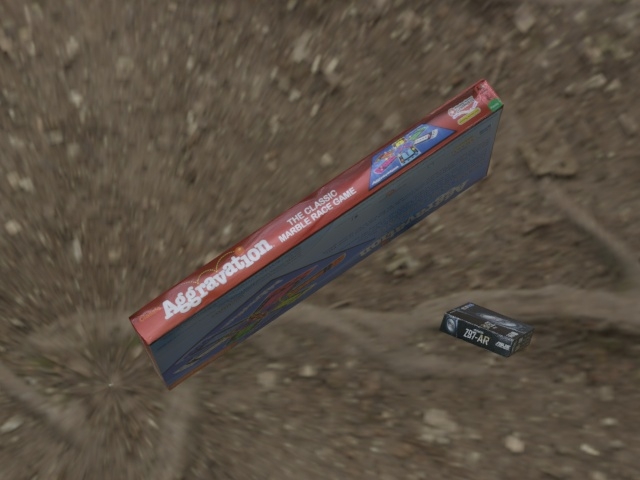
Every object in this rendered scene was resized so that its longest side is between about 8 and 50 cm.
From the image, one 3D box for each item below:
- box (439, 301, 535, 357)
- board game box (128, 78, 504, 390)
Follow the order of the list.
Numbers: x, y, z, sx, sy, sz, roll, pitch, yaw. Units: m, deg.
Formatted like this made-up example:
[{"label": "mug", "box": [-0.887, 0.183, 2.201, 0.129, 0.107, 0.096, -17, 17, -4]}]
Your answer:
[{"label": "box", "box": [0.149, 0.079, 1.516, 0.067, 0.083, 0.018, 21, 102, 18]}, {"label": "board game box", "box": [0.000, 0.000, 1.161, 0.281, 0.145, 0.027, -34, 75, -9]}]
